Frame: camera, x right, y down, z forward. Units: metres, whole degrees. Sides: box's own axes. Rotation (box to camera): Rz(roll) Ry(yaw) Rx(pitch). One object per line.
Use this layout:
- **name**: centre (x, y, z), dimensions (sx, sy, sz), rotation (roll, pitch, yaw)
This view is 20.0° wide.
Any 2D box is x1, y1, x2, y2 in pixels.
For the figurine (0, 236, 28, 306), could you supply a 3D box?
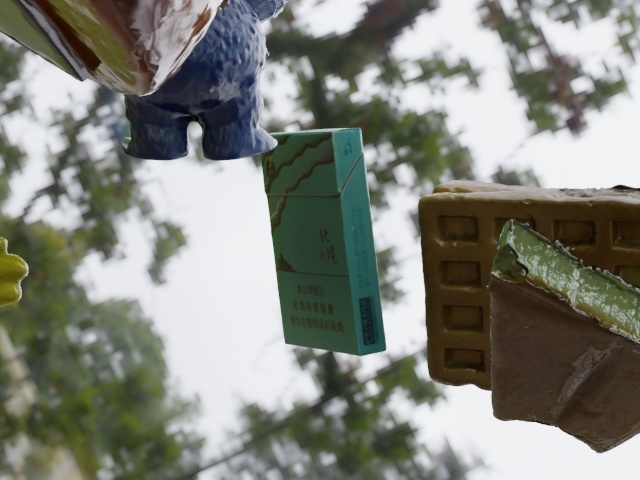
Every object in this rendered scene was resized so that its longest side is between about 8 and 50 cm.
- **figurine**: centre (-0.218, -0.007, 0.753), dimensions (0.178, 0.129, 0.109), rotation (51, -34, 7)

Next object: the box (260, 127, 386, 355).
- **box**: centre (0.000, -0.001, 1.882), dimensions (0.162, 0.041, 0.229), rotation (4, -78, 60)

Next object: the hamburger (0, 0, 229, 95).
- **hamburger**: centre (-0.108, -0.218, 0.824), dimensions (0.291, 0.225, 0.291), rotation (35, -13, 10)

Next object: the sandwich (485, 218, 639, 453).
- **sandwich**: centre (0.211, 0.104, 1.661), dimensions (0.245, 0.063, 0.212), rotation (29, -40, -15)

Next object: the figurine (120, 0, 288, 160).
- **figurine**: centre (-0.107, -0.184, 1.403), dimensions (0.121, 0.164, 0.262), rotation (-122, -165, -80)

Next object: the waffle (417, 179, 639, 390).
- **waffle**: centre (0.266, 0.049, 1.823), dimensions (0.328, 0.098, 0.224), rotation (3, -73, 23)
